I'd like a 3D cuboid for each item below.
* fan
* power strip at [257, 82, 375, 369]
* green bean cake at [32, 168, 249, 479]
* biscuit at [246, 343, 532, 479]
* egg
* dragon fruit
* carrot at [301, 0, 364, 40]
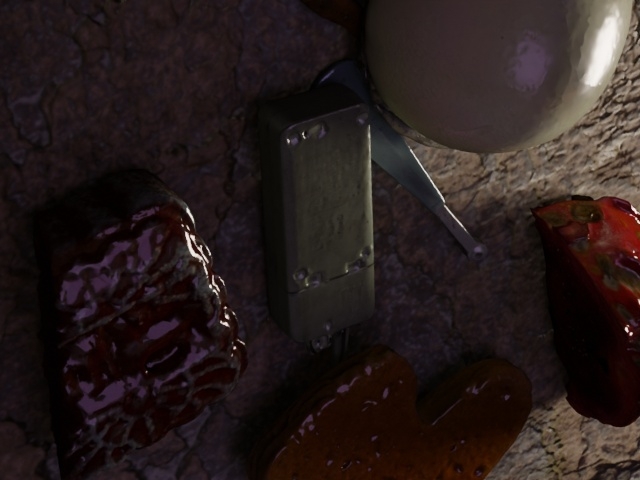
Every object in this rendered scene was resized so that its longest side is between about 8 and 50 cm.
[{"bbox_3d":[0.076,-0.063,1.586,0.057,0.023,0.282,-45,127,-6],"label":"fan"},{"bbox_3d":[0.000,0.000,1.541,0.093,0.053,0.288,-18,127,-23],"label":"power strip"},{"bbox_3d":[-0.174,0.072,1.451,0.198,0.097,0.232,-27,125,-17],"label":"green bean cake"},{"bbox_3d":[0.071,0.189,1.678,0.262,0.052,0.277,-49,135,-1],"label":"biscuit"},{"bbox_3d":[0.186,-0.197,1.484,0.286,0.174,0.264,-51,133,-8],"label":"egg"},{"bbox_3d":[0.325,0.088,1.703,0.134,0.211,0.262,-23,129,-11],"label":"dragon fruit"},{"bbox_3d":[-0.001,-0.211,1.456,0.035,0.035,0.165,-52,131,1],"label":"carrot"}]
